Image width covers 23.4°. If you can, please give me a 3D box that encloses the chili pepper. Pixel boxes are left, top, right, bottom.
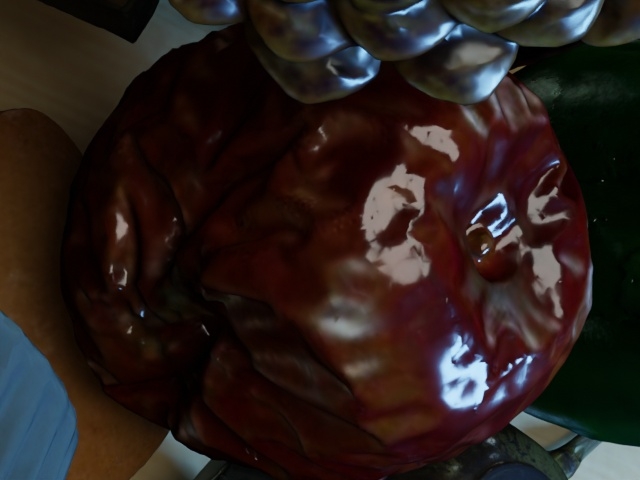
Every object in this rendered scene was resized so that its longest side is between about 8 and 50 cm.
[{"bbox_3d":[0.213,0.001,0.861,0.248,0.256,0.233,-7,99,-35],"label":"chili pepper"}]

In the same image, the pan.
[{"bbox_3d":[0.116,0.136,0.892,0.128,0.048,0.202,44,62,-19],"label":"pan"}]

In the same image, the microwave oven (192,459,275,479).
[{"bbox_3d":[-0.037,0.232,0.685,0.240,0.194,0.145,-47,119,-29],"label":"microwave oven"}]

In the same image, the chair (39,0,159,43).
[{"bbox_3d":[-0.305,-0.159,0.596,0.203,0.416,0.240,-61,159,-24],"label":"chair"}]

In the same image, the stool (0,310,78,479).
[{"bbox_3d":[-0.263,0.149,0.508,0.297,0.297,0.330,37,59,-23],"label":"stool"}]

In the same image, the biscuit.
[{"bbox_3d":[-0.159,0.050,0.732,0.186,0.036,0.192,-35,102,-31],"label":"biscuit"}]

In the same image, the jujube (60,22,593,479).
[{"bbox_3d":[0.000,0.000,0.692,0.213,0.232,0.213,6,82,-47],"label":"jujube"}]

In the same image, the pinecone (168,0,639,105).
[{"bbox_3d":[0.042,-0.189,0.543,0.264,0.264,0.264,6,80,-33],"label":"pinecone"}]

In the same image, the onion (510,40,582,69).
[{"bbox_3d":[0.030,-0.205,0.773,0.230,0.256,0.272,19,42,-46],"label":"onion"}]
